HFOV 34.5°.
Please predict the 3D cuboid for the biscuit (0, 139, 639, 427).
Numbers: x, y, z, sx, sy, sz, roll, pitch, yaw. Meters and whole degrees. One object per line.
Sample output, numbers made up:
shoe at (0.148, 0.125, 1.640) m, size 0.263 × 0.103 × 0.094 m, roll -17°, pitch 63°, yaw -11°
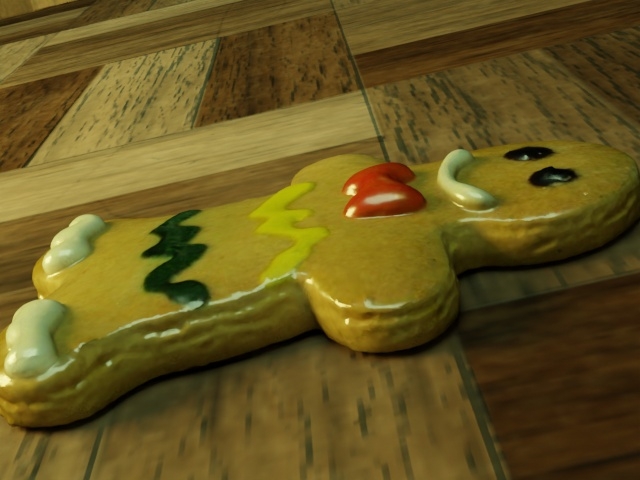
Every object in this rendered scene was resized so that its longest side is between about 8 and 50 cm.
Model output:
biscuit at (0.000, -0.002, 0.381) m, size 0.240 × 0.035 × 0.158 m, roll -15°, pitch 23°, yaw -3°
